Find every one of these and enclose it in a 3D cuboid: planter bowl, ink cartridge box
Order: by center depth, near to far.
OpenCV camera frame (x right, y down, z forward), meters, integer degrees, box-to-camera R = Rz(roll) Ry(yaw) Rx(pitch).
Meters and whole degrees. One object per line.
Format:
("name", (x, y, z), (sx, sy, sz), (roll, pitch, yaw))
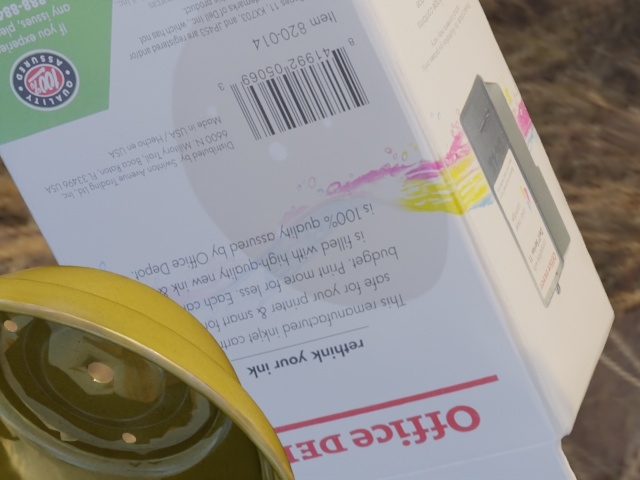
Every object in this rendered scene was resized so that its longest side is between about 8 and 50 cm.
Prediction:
("planter bowl", (-0.096, 0.076, 0.750), (0.217, 0.217, 0.090), (-29, 26, 33))
("ink cartridge box", (0.000, 0.000, 0.915), (0.207, 0.119, 0.353), (-15, 111, 27))
